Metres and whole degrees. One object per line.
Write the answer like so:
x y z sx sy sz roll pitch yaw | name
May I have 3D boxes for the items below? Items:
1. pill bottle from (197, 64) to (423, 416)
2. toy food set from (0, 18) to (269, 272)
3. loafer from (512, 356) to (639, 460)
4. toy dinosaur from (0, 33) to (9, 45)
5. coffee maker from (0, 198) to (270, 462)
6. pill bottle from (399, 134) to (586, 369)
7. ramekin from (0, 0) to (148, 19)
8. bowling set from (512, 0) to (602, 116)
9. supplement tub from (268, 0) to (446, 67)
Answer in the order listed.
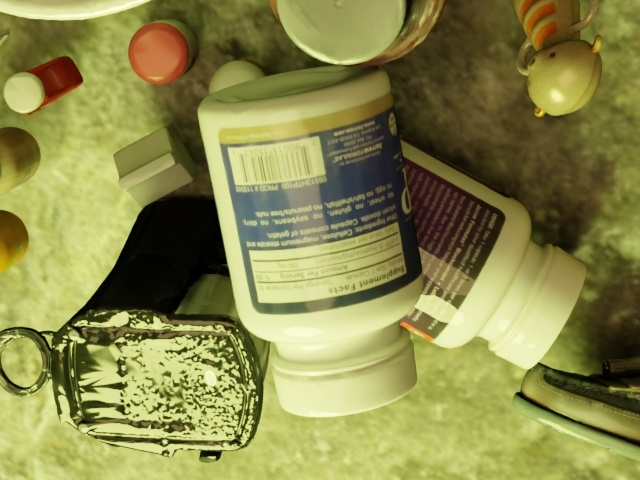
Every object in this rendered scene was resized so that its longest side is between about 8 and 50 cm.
0.000 0.000 0.946 0.112 0.112 0.187 -7 105 13 | pill bottle
-0.147 -0.065 1.044 0.232 0.104 0.111 -26 97 7 | toy food set
0.263 0.113 1.089 0.267 0.096 0.084 17 96 -4 | loafer
-0.302 -0.001 1.118 0.160 0.121 0.313 5 111 15 | toy dinosaur
-0.104 0.045 1.066 0.171 0.178 0.120 23 114 -2 | coffee maker
0.067 0.003 1.054 0.193 0.108 0.108 29 115 -2 | pill bottle
-0.147 -0.280 0.957 0.277 0.135 0.277 4 113 8 | ramekin
0.140 -0.196 0.869 0.200 0.154 0.287 18 135 -27 | bowling set
0.027 -0.162 0.941 0.106 0.198 0.106 4 115 9 | supplement tub
